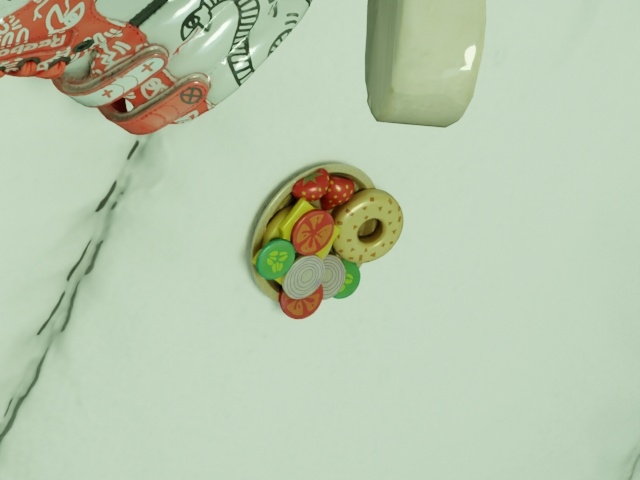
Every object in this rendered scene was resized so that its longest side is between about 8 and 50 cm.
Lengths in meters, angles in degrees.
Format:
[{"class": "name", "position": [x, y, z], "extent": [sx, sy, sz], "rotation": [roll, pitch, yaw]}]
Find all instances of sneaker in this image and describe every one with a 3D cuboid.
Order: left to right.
[{"class": "sneaker", "position": [-0.116, -0.085, 0.645], "extent": [0.270, 0.090, 0.145], "rotation": [-36, 131, -20]}]

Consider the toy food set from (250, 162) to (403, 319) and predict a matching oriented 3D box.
[{"class": "toy food set", "position": [0.000, 0.000, 0.844], "extent": [0.082, 0.020, 0.083], "rotation": [-52, 137, 0]}]

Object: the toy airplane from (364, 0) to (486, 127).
[{"class": "toy airplane", "position": [0.039, -0.281, 0.495], "extent": [0.272, 0.386, 0.384], "rotation": [10, 121, -27]}]
